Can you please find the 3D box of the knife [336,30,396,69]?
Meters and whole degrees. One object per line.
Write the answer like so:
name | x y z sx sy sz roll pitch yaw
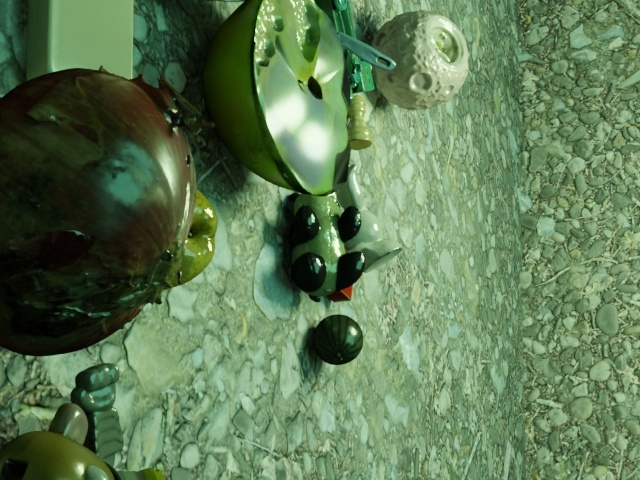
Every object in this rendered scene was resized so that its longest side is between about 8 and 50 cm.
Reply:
knife | 0.023 -0.427 1.860 0.313 0.019 0.044 23 96 -20

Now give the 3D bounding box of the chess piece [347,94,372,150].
chess piece | 0.086 -0.282 2.099 0.066 0.066 0.122 25 56 -60

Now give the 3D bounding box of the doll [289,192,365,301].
doll | -0.001 0.002 1.773 0.144 0.135 0.234 4 76 -27

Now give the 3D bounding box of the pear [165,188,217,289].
pear | -0.230 -0.010 1.275 0.178 0.178 0.178 26 61 -60

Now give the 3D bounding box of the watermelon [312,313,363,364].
watermelon | 0.036 0.210 1.813 0.133 0.105 0.105 -88 161 -67

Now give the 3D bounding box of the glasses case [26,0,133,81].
glasses case | -0.331 -0.346 1.224 0.131 0.070 0.312 8 76 -43

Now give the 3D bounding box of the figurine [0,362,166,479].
figurine | -0.294 0.325 1.048 0.285 0.167 0.342 64 10 -47

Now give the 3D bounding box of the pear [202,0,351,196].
pear | -0.092 -0.267 1.614 0.399 0.165 0.398 26 60 -60

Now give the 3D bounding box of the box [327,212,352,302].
box | 0.032 0.033 1.920 0.112 0.048 0.175 45 45 -48

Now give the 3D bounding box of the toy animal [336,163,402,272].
toy animal | 0.066 -0.041 1.865 0.220 0.131 0.104 59 -3 6

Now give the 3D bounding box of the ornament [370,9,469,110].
ornament | 0.247 -0.459 2.269 0.259 0.225 0.259 17 62 -36

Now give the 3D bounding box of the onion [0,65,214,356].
onion | -0.276 -0.039 1.001 0.354 0.354 0.353 26 61 -60

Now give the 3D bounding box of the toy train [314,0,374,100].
toy train | 0.034 -0.458 1.985 0.194 0.120 0.298 -35 115 -69
